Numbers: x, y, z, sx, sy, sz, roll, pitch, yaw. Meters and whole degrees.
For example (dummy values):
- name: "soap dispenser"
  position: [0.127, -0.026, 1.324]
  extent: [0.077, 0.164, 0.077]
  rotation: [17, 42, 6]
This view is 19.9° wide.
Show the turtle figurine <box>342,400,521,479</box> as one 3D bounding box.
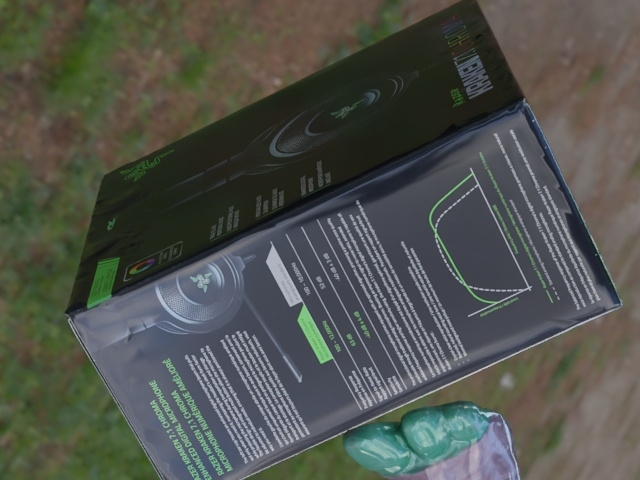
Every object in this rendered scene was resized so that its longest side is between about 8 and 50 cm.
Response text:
- name: "turtle figurine"
  position: [0.032, 0.172, 0.498]
  extent: [0.175, 0.234, 0.118]
  rotation: [-22, 153, 14]

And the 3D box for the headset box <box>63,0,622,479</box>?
- name: "headset box"
  position: [0.000, 0.000, 1.047]
  extent: [0.283, 0.131, 0.246]
  rotation: [-25, -161, 8]
